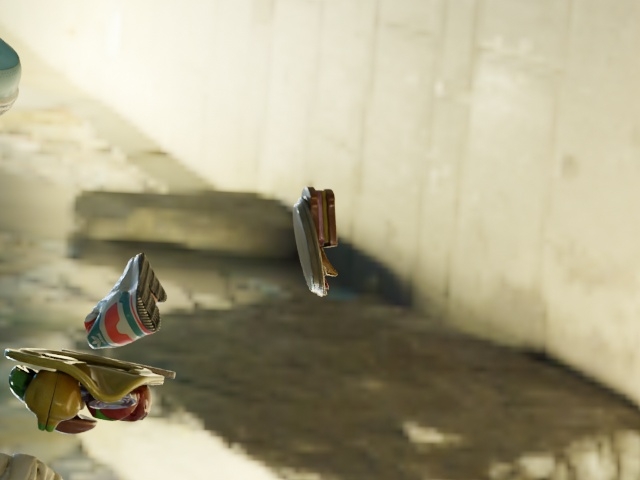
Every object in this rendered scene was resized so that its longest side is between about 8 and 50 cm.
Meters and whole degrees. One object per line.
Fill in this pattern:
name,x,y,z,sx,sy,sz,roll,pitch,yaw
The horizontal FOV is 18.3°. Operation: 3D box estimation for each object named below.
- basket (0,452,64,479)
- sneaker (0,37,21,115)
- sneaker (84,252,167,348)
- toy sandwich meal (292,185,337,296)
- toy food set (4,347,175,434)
basket,-0.379,0.378,1.925,0.266,0.328,0.331,58,-138,-51
sneaker,-0.316,-0.229,1.552,0.208,0.319,0.127,-46,43,17
sneaker,-0.198,0.063,1.969,0.057,0.075,0.161,63,-174,-17
toy sandwich meal,0.000,0.000,1.506,0.085,0.029,0.086,168,90,-82
toy food set,-0.205,0.138,1.740,0.218,0.128,0.071,23,-102,-80
